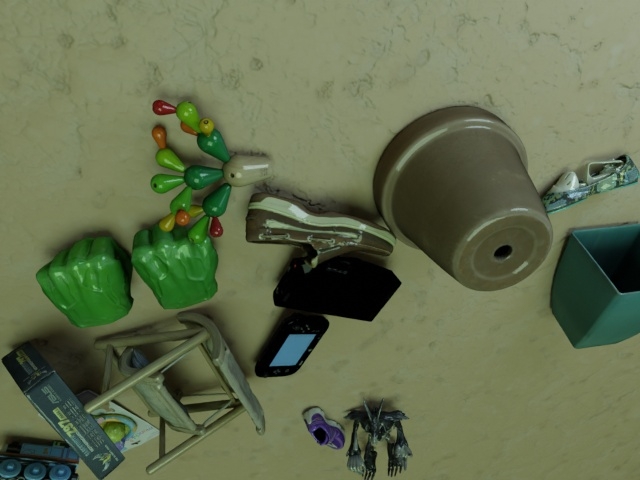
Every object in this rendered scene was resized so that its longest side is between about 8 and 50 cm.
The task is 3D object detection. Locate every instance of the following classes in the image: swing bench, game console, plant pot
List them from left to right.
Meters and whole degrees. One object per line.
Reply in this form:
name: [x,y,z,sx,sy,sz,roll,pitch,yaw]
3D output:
swing bench: [-0.269,0.288,0.955,0.255,0.165,0.253,-20,127,-4]
game console: [-0.013,0.167,0.970,0.213,0.044,0.361,13,128,-25]
plant pot: [0.235,-0.045,0.769,0.263,0.229,0.263,-6,128,-7]
plant pot: [0.589,0.113,1.008,0.166,0.165,0.234,-5,135,-8]

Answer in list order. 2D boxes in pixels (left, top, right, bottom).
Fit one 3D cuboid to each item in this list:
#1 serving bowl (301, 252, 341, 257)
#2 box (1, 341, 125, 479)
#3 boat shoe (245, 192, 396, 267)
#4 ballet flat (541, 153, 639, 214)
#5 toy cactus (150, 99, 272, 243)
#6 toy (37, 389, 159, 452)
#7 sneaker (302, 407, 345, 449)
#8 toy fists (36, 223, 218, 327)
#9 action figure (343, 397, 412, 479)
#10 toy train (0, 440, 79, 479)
serving bowl: [-0.001,0.039,0.904,0.083,0.027,0.083,-7,132,-8]
box: [-0.469,0.308,0.889,0.059,0.183,0.232,-41,123,-32]
boat shoe: [-0.002,0.001,0.816,0.258,0.095,0.095,15,79,-9]
ballet flat: [0.478,-0.106,0.889,0.188,0.070,0.070,-21,128,1]
toy cactus: [-0.158,-0.100,0.725,0.181,0.112,0.218,-12,108,-24]
toy: [-0.480,0.422,1.070,0.137,0.056,0.237,-27,127,9]
sneaker: [0.008,0.486,1.213,0.068,0.071,0.170,-31,127,11]
toy fists: [-0.311,0.048,0.808,0.279,0.096,0.142,-11,136,-6]
action figure: [0.149,0.514,1.223,0.164,0.141,0.275,-7,130,8]
toy train: [-0.620,0.493,1.062,0.184,0.105,0.080,20,111,-25]
